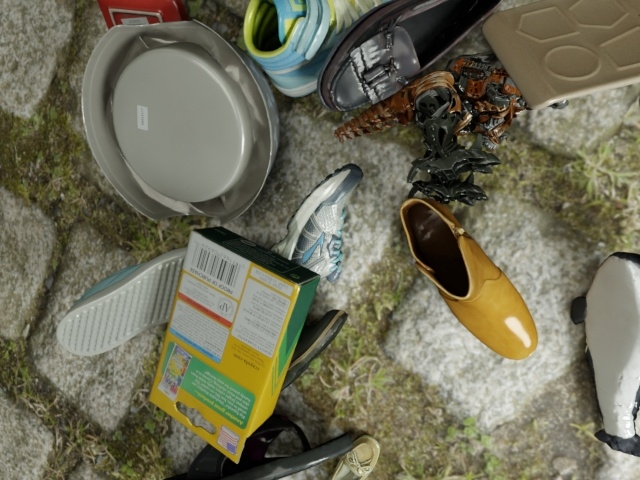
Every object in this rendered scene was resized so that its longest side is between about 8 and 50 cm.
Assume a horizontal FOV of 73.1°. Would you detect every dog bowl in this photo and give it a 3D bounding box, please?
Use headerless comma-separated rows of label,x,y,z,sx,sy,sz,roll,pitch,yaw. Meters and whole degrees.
dog bowl,-0.228,-0.195,0.741,0.348,0.102,0.349,7,114,15

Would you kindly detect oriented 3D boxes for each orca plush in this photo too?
orca plush,0.448,0.152,0.593,0.102,0.151,0.288,-9,87,-13

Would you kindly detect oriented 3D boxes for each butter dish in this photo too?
butter dish,-0.297,-0.392,0.798,0.160,0.118,0.160,12,140,13

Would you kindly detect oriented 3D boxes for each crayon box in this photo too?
crayon box,-0.149,0.164,0.708,0.203,0.083,0.323,25,106,19

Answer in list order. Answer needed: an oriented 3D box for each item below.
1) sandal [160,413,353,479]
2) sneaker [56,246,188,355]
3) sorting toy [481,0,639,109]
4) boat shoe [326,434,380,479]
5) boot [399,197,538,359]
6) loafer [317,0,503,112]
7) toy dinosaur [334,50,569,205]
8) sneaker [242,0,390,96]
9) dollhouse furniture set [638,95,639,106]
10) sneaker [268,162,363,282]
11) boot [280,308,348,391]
sandal,-0.159,0.390,0.777,0.445,0.167,0.107,-22,69,18
sneaker,-0.306,0.078,0.820,0.365,0.150,0.135,-20,117,-4
sorting toy,0.350,-0.264,0.578,0.208,0.038,0.193,-16,57,6
boat shoe,0.051,0.411,0.762,0.056,0.048,0.153,40,104,12
boot,0.206,0.068,0.605,0.104,0.211,0.295,-37,82,17
loafer,0.129,-0.289,0.618,0.302,0.109,0.095,-40,42,-4
toy dinosaur,0.193,-0.176,0.653,0.321,0.164,0.219,-12,71,35
sneaker,0.027,-0.342,0.641,0.318,0.208,0.127,-30,82,17
dollhouse furniture set,0.529,-0.205,0.581,0.151,0.123,0.144,4,96,-17
sneaker,0.000,0.000,0.739,0.122,0.110,0.283,36,111,1
boot,-0.058,0.160,0.770,0.137,0.076,0.198,46,107,16
